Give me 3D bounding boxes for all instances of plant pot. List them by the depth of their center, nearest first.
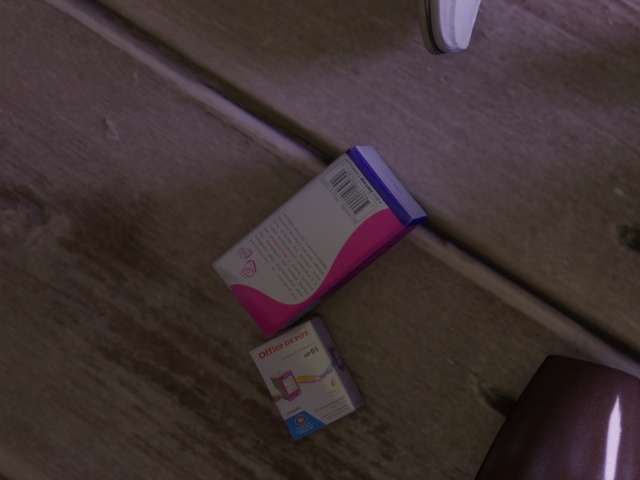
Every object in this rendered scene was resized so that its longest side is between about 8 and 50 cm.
[{"bbox_3d":[0.275,0.251,1.830,0.215,0.215,0.230,14,82,14],"label":"plant pot"}]

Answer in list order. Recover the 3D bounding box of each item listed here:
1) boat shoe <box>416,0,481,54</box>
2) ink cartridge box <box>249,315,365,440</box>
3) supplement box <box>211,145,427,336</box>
[{"bbox_3d":[0.178,-0.356,1.851,0.103,0.113,0.302,9,95,20],"label":"boat shoe"},{"bbox_3d":[-0.016,0.163,1.966,0.088,0.052,0.122,-29,84,15],"label":"ink cartridge box"},{"bbox_3d":[0.000,0.000,1.921,0.220,0.114,0.111,-39,84,13],"label":"supplement box"}]
